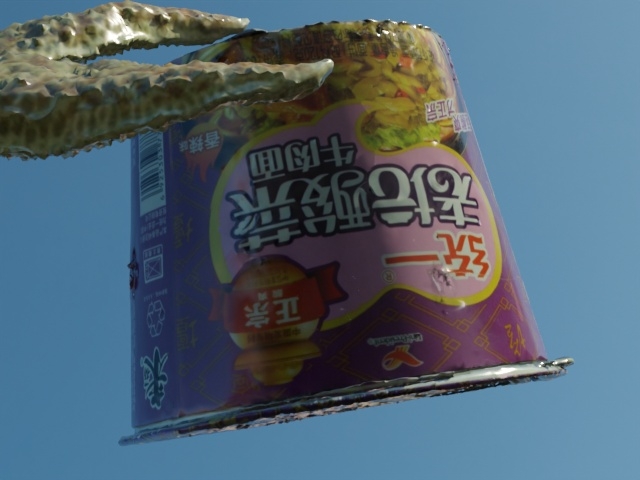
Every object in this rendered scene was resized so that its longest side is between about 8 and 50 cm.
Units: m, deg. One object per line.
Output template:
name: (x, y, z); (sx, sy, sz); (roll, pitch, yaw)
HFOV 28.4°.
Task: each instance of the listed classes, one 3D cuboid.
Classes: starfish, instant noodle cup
starfish: (-0.185, -0.044, 0.541); (0.358, 0.347, 0.078); (-37, -67, -37)
instant noodle cup: (0.000, 0.000, 0.953); (0.339, 0.266, 0.340); (-8, -9, -1)
